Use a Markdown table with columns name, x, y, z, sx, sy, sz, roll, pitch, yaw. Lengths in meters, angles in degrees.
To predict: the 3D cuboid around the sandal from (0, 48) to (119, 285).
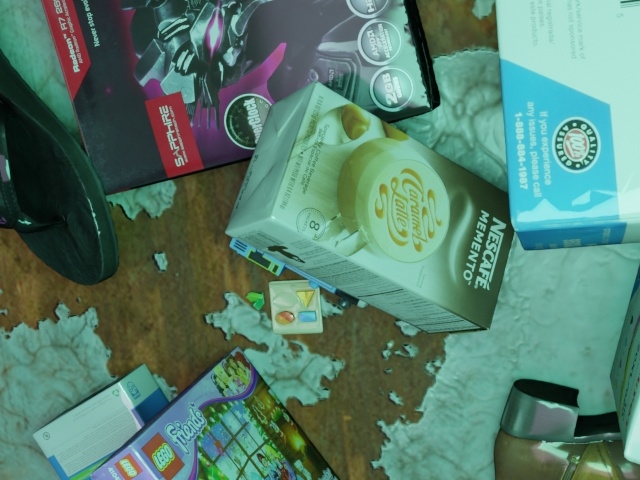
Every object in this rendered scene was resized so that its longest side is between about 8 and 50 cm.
| name | x | y | z | sx | sy | sz | roll | pitch | yaw |
| --- | --- | --- | --- | --- | --- | --- | --- | --- | --- |
| sandal | -0.376 | -0.124 | 1.084 | 0.446 | 0.107 | 0.167 | 54 | 139 | 4 |

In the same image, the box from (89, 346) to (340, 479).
| name | x | y | z | sx | sy | sz | roll | pitch | yaw |
| --- | --- | --- | --- | --- | --- | --- | --- | --- | --- |
| box | -0.087 | 0.240 | 1.015 | 0.057 | 0.293 | 0.201 | -37 | 91 | 18 |

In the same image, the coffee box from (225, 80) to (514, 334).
| name | x | y | z | sx | sy | sz | roll | pitch | yaw |
| --- | --- | --- | --- | --- | --- | --- | --- | --- | --- |
| coffee box | 0.055 | -0.023 | 0.953 | 0.246 | 0.098 | 0.141 | 26 | 70 | -24 |

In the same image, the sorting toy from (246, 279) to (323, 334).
| name | x | y | z | sx | sy | sz | roll | pitch | yaw |
| --- | --- | --- | --- | --- | --- | --- | --- | --- | --- |
| sorting toy | -0.040 | 0.075 | 1.119 | 0.083 | 0.012 | 0.062 | -3 | 100 | 13 |

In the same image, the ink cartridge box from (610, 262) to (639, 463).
| name | x | y | z | sx | sy | sz | roll | pitch | yaw |
| --- | --- | --- | --- | --- | --- | --- | --- | --- | --- |
| ink cartridge box | 0.368 | 0.103 | 0.916 | 0.168 | 0.233 | 0.171 | 14 | 103 | 10 |

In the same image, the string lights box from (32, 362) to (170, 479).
| name | x | y | z | sx | sy | sz | roll | pitch | yaw |
| --- | --- | --- | --- | --- | --- | --- | --- | --- | --- |
| string lights box | -0.196 | 0.289 | 1.162 | 0.133 | 0.077 | 0.259 | -31 | 92 | 17 |

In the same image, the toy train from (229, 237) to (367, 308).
| name | x | y | z | sx | sy | sz | roll | pitch | yaw |
| --- | --- | --- | --- | --- | --- | --- | --- | --- | --- |
| toy train | 0.000 | 0.000 | 1.066 | 0.184 | 0.080 | 0.105 | 29 | 114 | 4 |

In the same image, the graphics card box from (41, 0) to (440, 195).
| name | x | y | z | sx | sy | sz | roll | pitch | yaw |
| --- | --- | --- | --- | --- | --- | --- | --- | --- | --- |
| graphics card box | -0.083 | -0.199 | 1.038 | 0.371 | 0.094 | 0.233 | -12 | 98 | 14 |

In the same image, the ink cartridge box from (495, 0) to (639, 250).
| name | x | y | z | sx | sy | sz | roll | pitch | yaw |
| --- | --- | --- | --- | --- | --- | --- | --- | --- | --- |
| ink cartridge box | 0.356 | -0.151 | 0.871 | 0.395 | 0.166 | 0.285 | -4 | 81 | 14 |

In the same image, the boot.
| name | x | y | z | sx | sy | sz | roll | pitch | yaw |
| --- | --- | --- | --- | --- | --- | --- | --- | --- | --- |
| boot | 0.290 | 0.308 | 1.045 | 0.264 | 0.096 | 0.280 | 11 | 103 | 10 |
